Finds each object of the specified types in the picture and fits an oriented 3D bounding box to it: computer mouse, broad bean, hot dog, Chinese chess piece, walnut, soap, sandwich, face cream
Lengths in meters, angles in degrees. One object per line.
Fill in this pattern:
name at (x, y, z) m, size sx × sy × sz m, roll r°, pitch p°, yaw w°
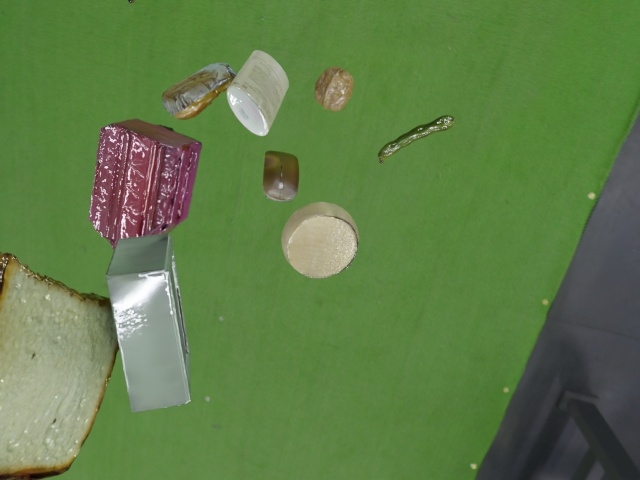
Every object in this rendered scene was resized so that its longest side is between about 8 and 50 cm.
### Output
computer mouse at (-0.139, -0.235, 1.962) m, size 0.125 × 0.245 × 0.056 m, roll 9°, pitch 139°, yaw -10°
broad bean at (0.263, -0.290, 1.593) m, size 0.256 × 0.052 × 0.053 m, roll -26°, pitch 117°, yaw 28°
hot dog at (-0.373, -0.467, 1.750) m, size 0.162 × 0.270 × 0.082 m, roll 27°, pitch 148°, yaw 38°
Chinese chess piece at (0.000, 0.000, 1.794) m, size 0.249 × 0.103 × 0.250 m, roll -6°, pitch 121°, yaw -10°
walnut at (0.029, -0.330, 1.233) m, size 0.078 × 0.082 × 0.096 m, roll 33°, pitch 114°, yaw 12°
soap at (-0.329, -0.085, 1.032) m, size 0.162 × 0.099 × 0.250 m, roll 21°, pitch 113°, yaw 5°
sandwich at (-0.387, 0.175, 0.731) m, size 0.099 × 0.301 × 0.272 m, roll 15°, pitch 75°, yaw 12°
face cream at (-0.184, -0.466, 1.732) m, size 0.081 × 0.349 × 0.174 m, roll -25°, pitch 120°, yaw 25°

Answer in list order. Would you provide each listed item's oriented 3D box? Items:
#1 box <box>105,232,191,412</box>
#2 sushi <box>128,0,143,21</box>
box at (-0.248, 0.119, 0.837) m, size 0.086 × 0.129 × 0.225 m, roll -6°, pitch 114°, yaw -9°
sushi at (-0.359, -0.468, 1.034) m, size 0.026 × 0.120 × 0.126 m, roll -36°, pitch 103°, yaw -2°
